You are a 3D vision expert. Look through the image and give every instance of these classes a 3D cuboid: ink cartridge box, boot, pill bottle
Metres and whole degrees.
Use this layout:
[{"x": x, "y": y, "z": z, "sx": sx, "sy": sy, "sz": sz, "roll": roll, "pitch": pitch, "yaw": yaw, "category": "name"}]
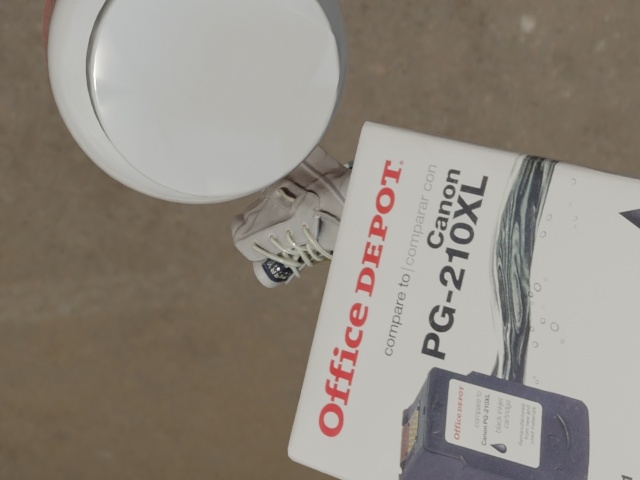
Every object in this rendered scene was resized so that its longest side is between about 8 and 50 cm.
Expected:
[{"x": 0.118, "y": 0.052, "z": 0.743, "sx": 0.237, "sy": 0.172, "sz": 0.100, "roll": 15, "pitch": -177, "yaw": 34, "category": "ink cartridge box"}, {"x": 0.000, "y": 0.000, "z": 1.397, "sx": 0.123, "sy": 0.258, "sz": 0.095, "roll": -47, "pitch": 112, "yaw": 0, "category": "boot"}, {"x": -0.105, "y": -0.156, "z": 1.298, "sx": 0.229, "sy": 0.408, "sz": 0.229, "roll": -2, "pitch": 103, "yaw": -10, "category": "pill bottle"}]

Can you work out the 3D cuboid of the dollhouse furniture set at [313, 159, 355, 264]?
[{"x": 0.007, "y": -0.047, "z": 1.768, "sx": 0.129, "sy": 0.183, "sz": 0.129, "roll": -18, "pitch": 86, "yaw": 25, "category": "dollhouse furniture set"}]
